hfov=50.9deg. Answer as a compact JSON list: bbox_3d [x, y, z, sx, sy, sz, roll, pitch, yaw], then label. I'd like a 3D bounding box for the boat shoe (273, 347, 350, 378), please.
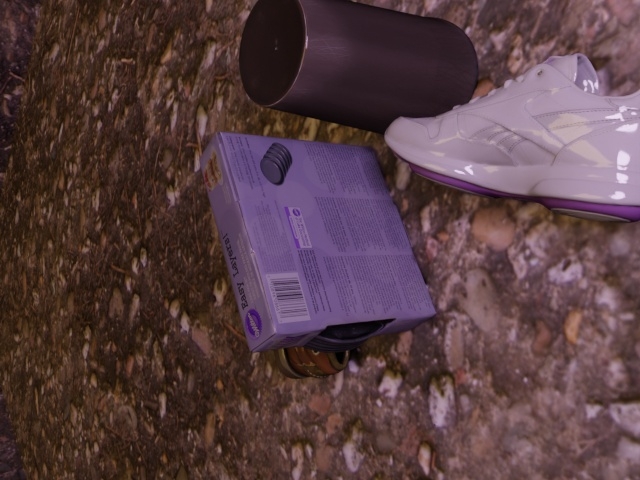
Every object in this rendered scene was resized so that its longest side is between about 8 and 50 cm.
[{"bbox_3d":[-0.021,0.041,0.962,0.104,0.110,0.307,-17,86,45],"label":"boat shoe"}]

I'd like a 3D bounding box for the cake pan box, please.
[{"bbox_3d":[0.000,0.000,0.817,0.070,0.245,0.267,-42,60,46],"label":"cake pan box"}]

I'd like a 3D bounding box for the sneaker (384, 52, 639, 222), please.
[{"bbox_3d":[0.204,-0.113,0.691,0.305,0.114,0.152,17,96,41],"label":"sneaker"}]

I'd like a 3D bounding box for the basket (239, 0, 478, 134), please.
[{"bbox_3d":[0.034,-0.206,0.789,0.204,0.226,0.154,13,100,49],"label":"basket"}]
